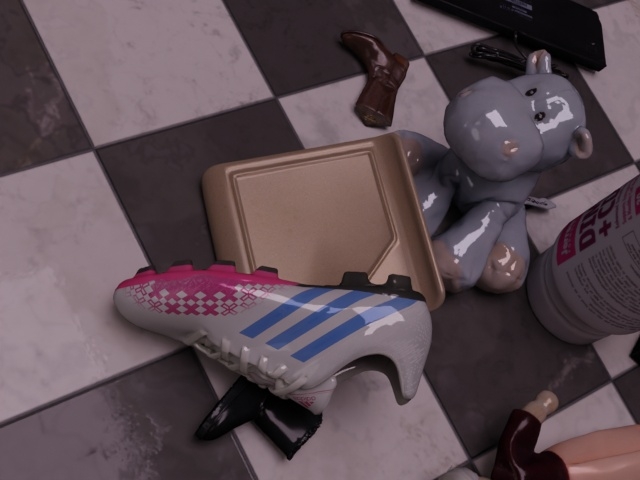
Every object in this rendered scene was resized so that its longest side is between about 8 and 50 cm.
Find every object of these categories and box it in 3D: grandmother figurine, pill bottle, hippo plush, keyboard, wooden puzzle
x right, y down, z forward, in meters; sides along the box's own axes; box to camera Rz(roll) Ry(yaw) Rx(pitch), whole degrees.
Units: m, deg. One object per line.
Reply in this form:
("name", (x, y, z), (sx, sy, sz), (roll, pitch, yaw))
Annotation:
("grandmother figurine", (0.263, 0.275, 1.174), (0.342, 0.104, 0.208), (-7, 75, -29))
("pill bottle", (0.379, 0.019, 1.244), (0.160, 0.283, 0.160), (11, 62, -21))
("hippo plush", (0.227, -0.077, 1.246), (0.294, 0.236, 0.234), (-8, 70, -28))
("keyboard", (0.276, -0.309, 1.507), (0.317, 0.033, 0.201), (17, 54, -16))
("wooden puzzle", (0.000, 0.000, 1.182), (0.238, 0.044, 0.221), (-12, 71, -5))

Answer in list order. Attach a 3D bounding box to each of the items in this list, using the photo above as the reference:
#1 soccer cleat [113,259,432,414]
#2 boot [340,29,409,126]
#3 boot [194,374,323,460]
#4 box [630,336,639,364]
("soccer cleat", (-0.051, 0.101, 1.061), (0.331, 0.116, 0.143), (3, 75, 2))
("boot", (0.059, -0.208, 1.354), (0.106, 0.037, 0.114), (26, 62, -10))
("boot", (-0.061, 0.191, 1.096), (0.099, 0.045, 0.121), (43, 52, -1))
("box", (0.457, 0.135, 1.364), (0.062, 0.052, 0.083), (43, 55, -3))
